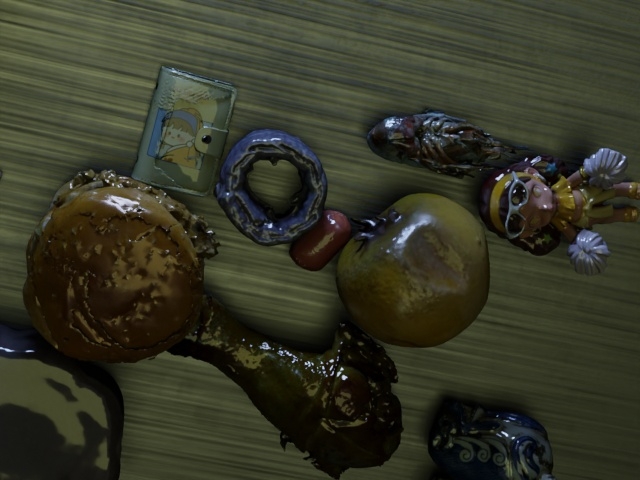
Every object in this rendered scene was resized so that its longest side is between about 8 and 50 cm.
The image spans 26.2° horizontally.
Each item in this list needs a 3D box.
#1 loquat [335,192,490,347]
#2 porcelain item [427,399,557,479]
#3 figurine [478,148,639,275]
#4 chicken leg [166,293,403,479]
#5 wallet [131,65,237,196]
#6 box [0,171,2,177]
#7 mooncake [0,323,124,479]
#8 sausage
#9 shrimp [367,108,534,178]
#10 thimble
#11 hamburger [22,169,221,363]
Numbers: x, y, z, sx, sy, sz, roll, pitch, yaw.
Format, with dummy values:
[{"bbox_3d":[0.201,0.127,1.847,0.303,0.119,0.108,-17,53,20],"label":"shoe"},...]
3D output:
[{"bbox_3d":[0.127,0.040,1.816,0.213,0.213,0.213,-2,103,-7],"label":"loquat"},{"bbox_3d":[0.218,0.374,1.945,0.186,0.138,0.288,19,99,0],"label":"porcelain item"},{"bbox_3d":[0.333,-0.049,1.867,0.240,0.116,0.175,2,105,-13],"label":"figurine"},{"bbox_3d":[-0.023,0.179,1.864,0.361,0.140,0.211,42,103,-18],"label":"chicken leg"},{"bbox_3d":[-0.178,-0.142,1.821,0.110,0.039,0.155,14,102,-9],"label":"wallet"},{"bbox_3d":[-0.468,-0.051,1.814,0.048,0.025,0.115,32,97,-14],"label":"box"},{"bbox_3d":[-0.407,0.248,1.826,0.306,0.154,0.306,-2,104,-7],"label":"mooncake"},{"bbox_3d":[0.000,0.000,1.866,0.054,0.059,0.094,42,96,-11],"label":"sausage"},{"bbox_3d":[0.176,-0.132,1.851,0.233,0.079,0.090,3,65,-10],"label":"shrimp"},{"bbox_3d":[-0.064,-0.071,1.822,0.150,0.098,0.150,-2,103,-7],"label":"thimble"},{"bbox_3d":[-0.254,0.026,1.763,0.260,0.211,0.245,-16,105,2],"label":"hamburger"}]
